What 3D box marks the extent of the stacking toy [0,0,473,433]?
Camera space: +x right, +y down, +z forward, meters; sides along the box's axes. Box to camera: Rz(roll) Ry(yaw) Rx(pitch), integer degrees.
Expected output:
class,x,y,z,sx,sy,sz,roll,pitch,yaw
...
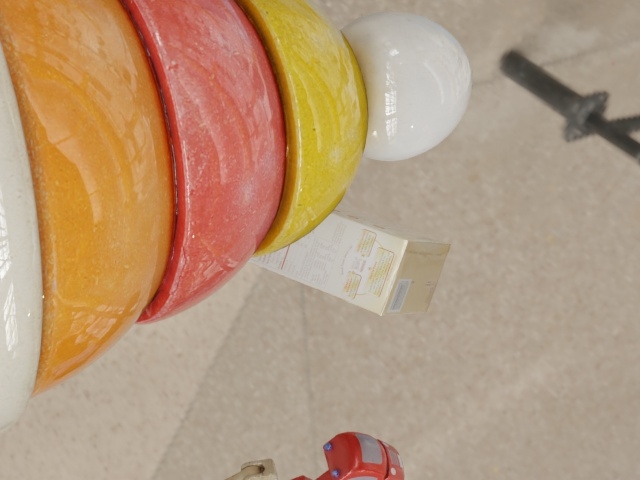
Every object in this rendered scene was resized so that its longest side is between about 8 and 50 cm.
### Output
class,x,y,z,sx,sy,sz,roll,pitch,yaw
stacking toy,-0.083,-0.081,0.951,0.480,0.350,0.350,-12,124,-29

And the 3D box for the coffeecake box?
class,x,y,z,sx,sy,sz,roll,pitch,yaw
coffeecake box,0.000,0.000,1.141,0.142,0.186,0.068,4,106,-70

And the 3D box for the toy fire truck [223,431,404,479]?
class,x,y,z,sx,sy,sz,roll,pitch,yaw
toy fire truck,-0.039,0.217,1.117,0.192,0.047,0.135,-41,131,22
